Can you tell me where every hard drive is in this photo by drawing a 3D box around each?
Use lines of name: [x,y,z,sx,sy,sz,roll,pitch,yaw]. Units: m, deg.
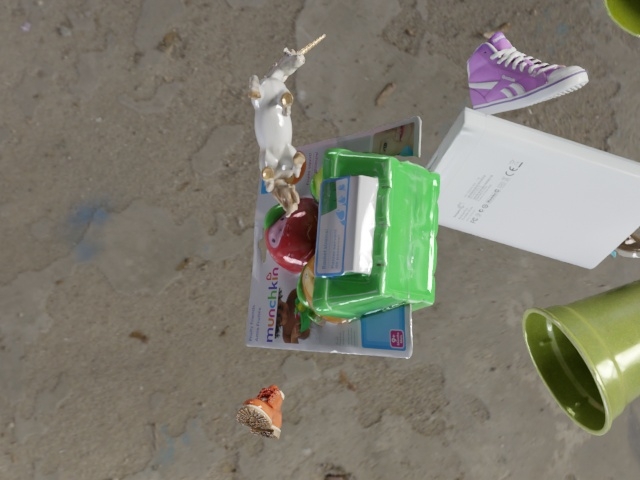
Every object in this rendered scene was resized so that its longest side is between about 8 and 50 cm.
hard drive: [0.344,-0.074,1.177,0.353,0.233,0.047,16,52,-9]

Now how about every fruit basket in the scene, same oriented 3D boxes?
fruit basket: [0.000,0.000,1.070,0.353,0.165,0.326,-3,79,42]

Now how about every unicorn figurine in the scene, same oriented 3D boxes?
unicorn figurine: [-0.037,-0.109,0.639,0.060,0.111,0.161,10,101,-5]

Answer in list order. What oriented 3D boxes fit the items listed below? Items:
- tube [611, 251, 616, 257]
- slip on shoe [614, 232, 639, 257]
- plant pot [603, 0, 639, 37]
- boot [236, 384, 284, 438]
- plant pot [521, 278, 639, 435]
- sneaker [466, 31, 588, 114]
tube: [0.619,-0.043,1.564,0.052,0.207,0.080,-28,56,-8]
slip on shoe: [0.556,-0.002,1.324,0.052,0.135,0.041,-13,105,-10]
plant pot: [0.512,-0.441,0.912,0.275,0.275,0.293,4,75,23]
boot: [-0.098,0.280,1.234,0.059,0.158,0.084,8,66,12]
plant pot: [0.590,0.206,1.460,0.254,0.276,0.276,-26,76,-8]
sneaker: [0.397,-0.348,1.465,0.282,0.102,0.161,-2,106,56]
